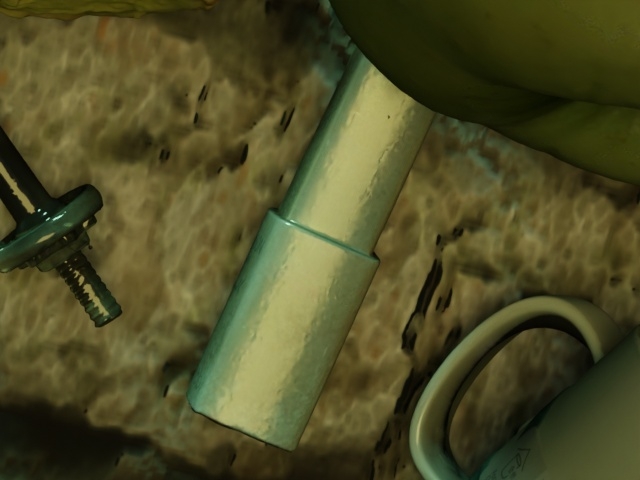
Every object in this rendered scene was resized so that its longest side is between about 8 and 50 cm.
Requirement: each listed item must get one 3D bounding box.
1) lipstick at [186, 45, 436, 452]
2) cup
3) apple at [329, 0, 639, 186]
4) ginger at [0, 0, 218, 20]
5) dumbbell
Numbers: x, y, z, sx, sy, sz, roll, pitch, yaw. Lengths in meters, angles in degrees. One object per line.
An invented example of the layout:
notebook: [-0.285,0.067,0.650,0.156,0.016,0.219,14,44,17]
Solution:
lipstick: [0.000,0.000,1.218,0.077,0.079,0.253,23,94,-8]
cup: [0.176,0.172,1.195,0.257,0.219,0.290,-44,66,21]
apple: [0.220,-0.237,1.032,0.473,0.473,0.474,-1,99,-7]
ginger: [-0.121,-0.235,1.147,0.275,0.130,0.221,12,86,-7]
dumbbell: [-0.199,-0.053,1.185,0.081,0.081,0.254,-34,101,-1]
